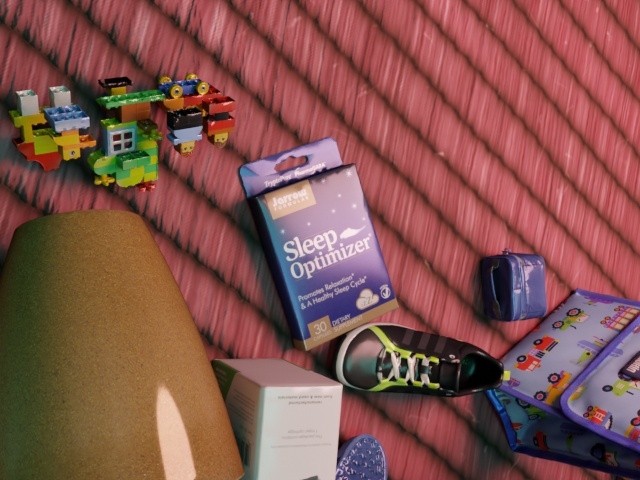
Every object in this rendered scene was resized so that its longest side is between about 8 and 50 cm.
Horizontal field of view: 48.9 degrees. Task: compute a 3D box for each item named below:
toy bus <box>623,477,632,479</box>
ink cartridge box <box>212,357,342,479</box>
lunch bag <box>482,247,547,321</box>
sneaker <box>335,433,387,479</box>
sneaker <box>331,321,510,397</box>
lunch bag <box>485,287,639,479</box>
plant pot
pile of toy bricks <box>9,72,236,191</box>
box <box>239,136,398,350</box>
[{"bbox_3d":[0.529,0.335,0.997,0.149,0.220,0.212,18,89,-22],"label":"toy bus"},{"bbox_3d":[-0.058,0.245,0.736,0.092,0.160,0.220,4,90,-26],"label":"ink cartridge box"},{"bbox_3d":[0.254,0.058,0.936,0.065,0.067,0.099,-6,92,-26],"label":"lunch bag"},{"bbox_3d":[0.005,0.336,0.819,0.081,0.090,0.232,39,53,-20],"label":"sneaker"},{"bbox_3d":[0.130,0.147,0.860,0.234,0.097,0.084,6,88,-26],"label":"sneaker"},{"bbox_3d":[0.385,0.185,0.876,0.221,0.293,0.138,-35,105,-22],"label":"lunch bag"},{"bbox_3d":[-0.208,0.109,0.647,0.237,0.237,0.255,-6,78,-26],"label":"plant pot"},{"bbox_3d":[-0.188,-0.097,0.712,0.212,0.118,0.105,-17,130,-34],"label":"pile of toy bricks"},{"bbox_3d":[0.000,0.000,0.831,0.136,0.036,0.225,-22,99,-24],"label":"box"}]
